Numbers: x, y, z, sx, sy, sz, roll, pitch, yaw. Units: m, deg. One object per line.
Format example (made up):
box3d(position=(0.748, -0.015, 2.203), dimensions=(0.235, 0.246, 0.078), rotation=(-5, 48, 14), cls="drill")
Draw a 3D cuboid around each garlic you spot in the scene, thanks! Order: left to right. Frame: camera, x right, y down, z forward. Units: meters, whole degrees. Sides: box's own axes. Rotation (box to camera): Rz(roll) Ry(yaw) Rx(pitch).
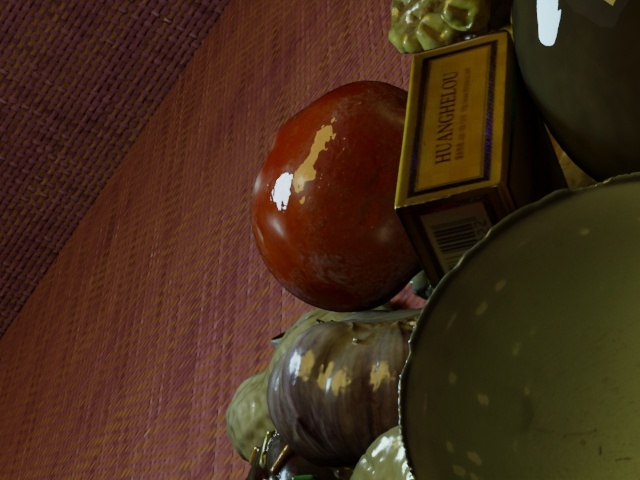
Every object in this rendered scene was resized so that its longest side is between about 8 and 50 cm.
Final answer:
box3d(position=(0.073, 0.139, 1.545), dimensions=(0.245, 0.245, 0.160), rotation=(168, 95, -69), cls="garlic")

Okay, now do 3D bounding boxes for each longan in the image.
box3d(position=(0.286, -0.165, 1.285), dimensions=(0.319, 0.319, 0.319), rotation=(-52, 18, 25), cls="longan")

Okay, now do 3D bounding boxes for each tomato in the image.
box3d(position=(0.035, -0.042, 1.655), dimensions=(0.232, 0.188, 0.232), rotation=(-41, -9, -8), cls="tomato")

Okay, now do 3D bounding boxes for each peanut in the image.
box3d(position=(-0.006, 0.161, 1.839), dimensions=(0.325, 0.140, 0.153), rotation=(-37, 61, 53), cls="peanut")

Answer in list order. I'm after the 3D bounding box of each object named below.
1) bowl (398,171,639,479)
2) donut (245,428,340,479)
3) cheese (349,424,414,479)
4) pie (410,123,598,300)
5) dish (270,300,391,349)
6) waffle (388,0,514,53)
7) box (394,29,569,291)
box3d(position=(0.222, 0.120, 1.173), dimensions=(0.313, 0.146, 0.313), rotation=(-9, 59, 16), cls="bowl")
box3d(position=(-0.026, 0.289, 1.669), dimensions=(0.270, 0.103, 0.269), rotation=(-167, 90, -77), cls="donut")
box3d(position=(0.080, 0.260, 1.392), dimensions=(0.226, 0.117, 0.214), rotation=(113, 162, -50), cls="cheese")
box3d(position=(0.197, -0.070, 1.734), dimensions=(0.339, 0.083, 0.339), rotation=(-51, 18, 23), cls="pie")
box3d(position=(0.024, 0.120, 1.956), dimensions=(0.141, 0.078, 0.141), rotation=(-21, 1, 0), cls="dish")
box3d(position=(0.212, -0.334, 2.018), dimensions=(0.324, 0.151, 0.261), rotation=(-66, 22, -8), cls="waffle")
box3d(position=(0.151, 0.017, 1.365), dimensions=(0.084, 0.301, 0.193), rotation=(-13, 38, 19), cls="box")
